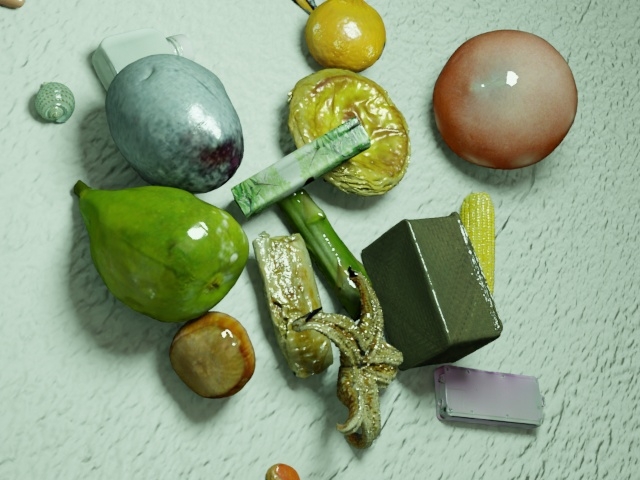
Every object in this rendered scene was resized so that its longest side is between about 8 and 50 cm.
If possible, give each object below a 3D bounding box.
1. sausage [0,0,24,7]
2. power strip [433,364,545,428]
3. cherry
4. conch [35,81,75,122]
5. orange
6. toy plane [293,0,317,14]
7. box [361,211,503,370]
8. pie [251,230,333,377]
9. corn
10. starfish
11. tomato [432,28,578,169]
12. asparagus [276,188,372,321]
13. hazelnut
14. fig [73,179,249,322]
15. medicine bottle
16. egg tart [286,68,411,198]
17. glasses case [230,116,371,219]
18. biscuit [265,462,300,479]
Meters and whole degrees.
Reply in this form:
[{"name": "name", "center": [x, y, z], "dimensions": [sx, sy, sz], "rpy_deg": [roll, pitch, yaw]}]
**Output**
[{"name": "sausage", "center": [-0.572, -0.440, 1.638], "dimensions": [0.083, 0.034, 0.034], "rpy_deg": [16, 63, -26]}, {"name": "power strip", "center": [0.352, 0.326, 1.904], "dimensions": [0.279, 0.037, 0.109], "rpy_deg": [11, 64, -28]}, {"name": "cherry", "center": [-0.251, -0.201, 1.604], "dimensions": [0.218, 0.296, 0.255], "rpy_deg": [-32, 123, -10]}, {"name": "conch", "center": [-0.464, -0.250, 1.616], "dimensions": [0.076, 0.057, 0.085], "rpy_deg": [14, 64, -42]}, {"name": "orange", "center": [0.055, -0.439, 1.954], "dimensions": [0.178, 0.155, 0.177], "rpy_deg": [11, 45, -12]}, {"name": "toy plane", "center": [-0.086, -0.622, 1.982], "dimensions": [0.316, 0.103, 0.204], "rpy_deg": [45, 19, -12]}, {"name": "box", "center": [0.216, 0.099, 1.808], "dimensions": [0.143, 0.184, 0.273], "rpy_deg": [-4, 67, -34]}, {"name": "pie", "center": [-0.051, 0.114, 1.712], "dimensions": [0.129, 0.068, 0.282], "rpy_deg": [-11, 85, -39]}, {"name": "corn", "center": [0.342, 0.011, 2.003], "dimensions": [0.081, 0.081, 0.248], "rpy_deg": [18, 62, -25]}, {"name": "starfish", "center": [0.058, 0.224, 1.662], "dimensions": [0.303, 0.113, 0.312], "rpy_deg": [56, 36, -36]}, {"name": "tomato", "center": [0.404, -0.316, 2.033], "dimensions": [0.322, 0.321, 0.321], "rpy_deg": [13, 64, -28]}, {"name": "asparagus", "center": [0.000, 0.000, 1.793], "dimensions": [0.085, 0.082, 0.343], "rpy_deg": [-33, 87, 6]}, {"name": "hazelnut", "center": [-0.181, 0.195, 1.573], "dimensions": [0.150, 0.150, 0.150], "rpy_deg": [13, 64, -28]}, {"name": "fig", "center": [-0.280, 0.016, 1.551], "dimensions": [0.233, 0.314, 0.232], "rpy_deg": [-15, 111, -46]}, {"name": "medicine bottle", "center": [-0.329, -0.339, 1.729], "dimensions": [0.183, 0.069, 0.119], "rpy_deg": [-26, 85, -36]}, {"name": "egg tart", "center": [0.050, -0.215, 1.890], "dimensions": [0.295, 0.116, 0.294], "rpy_deg": [10, 67, -24]}, {"name": "glasses case", "center": [-0.036, -0.132, 1.723], "dimensions": [0.272, 0.095, 0.062], "rpy_deg": [-30, 83, -4]}, {"name": "biscuit", "center": [-0.079, 0.514, 1.554], "dimensions": [0.165, 0.036, 0.250], "rpy_deg": [44, 54, -8]}]
